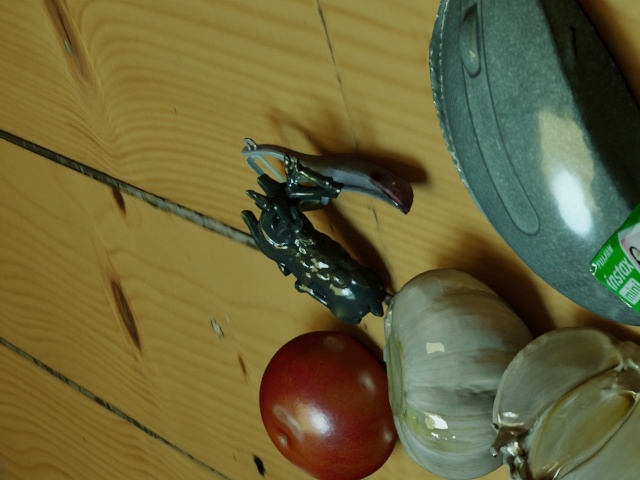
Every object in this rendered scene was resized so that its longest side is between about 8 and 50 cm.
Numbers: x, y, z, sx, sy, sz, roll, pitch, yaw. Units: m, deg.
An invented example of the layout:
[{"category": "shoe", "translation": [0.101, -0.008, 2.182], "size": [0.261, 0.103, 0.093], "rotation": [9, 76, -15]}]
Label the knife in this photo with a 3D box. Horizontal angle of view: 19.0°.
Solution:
[{"category": "knife", "translation": [0.018, -0.071, 2.084], "size": [0.123, 0.053, 0.278], "rotation": [41, 164, -28]}]

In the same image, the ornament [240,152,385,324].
[{"category": "ornament", "translation": [0.000, 0.000, 2.085], "size": [0.202, 0.080, 0.236], "rotation": [41, 164, 6]}]

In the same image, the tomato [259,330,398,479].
[{"category": "tomato", "translation": [0.008, 0.204, 2.298], "size": [0.195, 0.136, 0.195], "rotation": [40, 148, 32]}]

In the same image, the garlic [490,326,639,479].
[{"category": "garlic", "translation": [0.266, 0.194, 1.827], "size": [0.229, 0.178, 0.143], "rotation": [58, -174, 38]}]

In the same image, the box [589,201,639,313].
[{"category": "box", "translation": [0.323, -0.043, 1.467], "size": [0.103, 0.180, 0.250], "rotation": [42, 152, 10]}]

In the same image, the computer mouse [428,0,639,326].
[{"category": "computer mouse", "translation": [0.203, -0.081, 1.702], "size": [0.374, 0.114, 0.203], "rotation": [60, 154, 1]}]

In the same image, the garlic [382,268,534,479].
[{"category": "garlic", "translation": [0.146, 0.138, 1.973], "size": [0.228, 0.152, 0.228], "rotation": [173, 90, -87]}]
